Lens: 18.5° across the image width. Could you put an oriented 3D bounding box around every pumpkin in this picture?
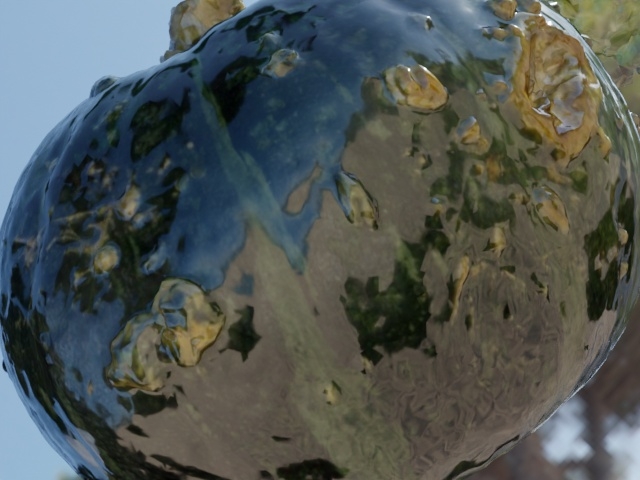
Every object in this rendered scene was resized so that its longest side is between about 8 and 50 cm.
[{"bbox_3d":[0.000,0.000,0.533,0.190,0.190,0.146,-38,-68,-19],"label":"pumpkin"}]

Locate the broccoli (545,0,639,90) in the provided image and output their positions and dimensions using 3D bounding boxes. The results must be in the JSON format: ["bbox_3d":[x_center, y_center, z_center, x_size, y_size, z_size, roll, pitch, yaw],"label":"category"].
[{"bbox_3d":[0.147,-0.188,1.073,0.288,0.235,0.260,-36,-28,-14],"label":"broccoli"}]
